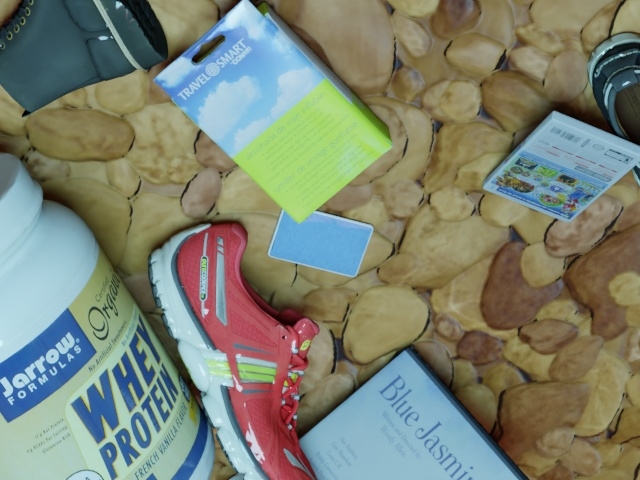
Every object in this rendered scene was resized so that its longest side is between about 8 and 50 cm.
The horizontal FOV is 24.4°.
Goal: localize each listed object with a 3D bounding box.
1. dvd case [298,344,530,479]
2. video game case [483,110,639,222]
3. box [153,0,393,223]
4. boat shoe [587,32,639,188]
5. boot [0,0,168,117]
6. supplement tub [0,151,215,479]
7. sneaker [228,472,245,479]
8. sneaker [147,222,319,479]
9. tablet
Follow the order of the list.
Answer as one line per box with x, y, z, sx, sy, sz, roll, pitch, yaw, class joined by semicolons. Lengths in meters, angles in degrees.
0.040;0.236;1.306;0.253;0.180;0.022;-40;149;-3;dvd case
0.203;-0.060;1.244;0.087;0.011;0.122;20;147;-14;video game case
-0.038;-0.110;1.221;0.109;0.042;0.178;-40;112;15;box
0.304;-0.067;1.247;0.084;0.079;0.233;-35;115;12;boat shoe
-0.227;-0.193;1.154;0.137;0.077;0.198;-24;115;14;boot
-0.250;0.109;1.218;0.228;0.228;0.316;-24;116;9;supplement tub
0.035;0.278;1.400;0.235;0.094;0.153;-15;119;4;sneaker
-0.048;0.113;1.270;0.118;0.107;0.279;-25;94;-1;sneaker
0.000;0.000;1.302;0.083;0.006;0.054;14;115;-11;tablet
